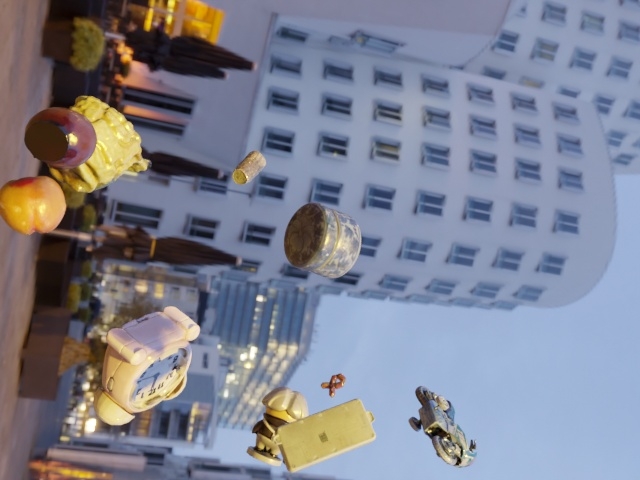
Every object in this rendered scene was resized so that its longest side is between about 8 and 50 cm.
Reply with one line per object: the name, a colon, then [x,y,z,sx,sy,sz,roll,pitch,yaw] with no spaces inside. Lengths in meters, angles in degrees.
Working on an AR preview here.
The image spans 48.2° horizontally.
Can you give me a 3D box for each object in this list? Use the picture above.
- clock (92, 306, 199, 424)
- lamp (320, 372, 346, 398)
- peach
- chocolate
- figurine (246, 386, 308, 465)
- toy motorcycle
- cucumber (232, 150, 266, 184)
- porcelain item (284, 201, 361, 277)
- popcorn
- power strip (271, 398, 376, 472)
clock: [-0.556,0.407,2.277,0.184,0.342,0.325,32,-60,31]
lamp: [0.049,0.470,2.340,0.063,0.083,0.031,44,-27,27]
peach: [-0.629,-0.075,1.560,0.138,0.138,0.138,-170,-90,-74]
chocolate: [-0.505,-0.205,1.419,0.133,0.127,0.124,-67,175,-62]
figurine: [-0.124,0.588,2.273,0.133,0.176,0.236,124,-13,-82]
toy motorcycle: [0.272,0.412,1.558,0.092,0.135,0.254,-44,-161,15]
cucumber: [-0.208,-0.208,2.064,0.112,0.064,0.064,-50,176,-36]
porcelain item: [0.000,0.000,1.522,0.147,0.114,0.147,-22,-121,42]
popcorn: [-0.637,-0.258,1.954,0.237,0.293,0.293,-51,-177,-28]
power strip: [0.011,0.496,1.823,0.046,0.271,0.117,111,-41,-60]
